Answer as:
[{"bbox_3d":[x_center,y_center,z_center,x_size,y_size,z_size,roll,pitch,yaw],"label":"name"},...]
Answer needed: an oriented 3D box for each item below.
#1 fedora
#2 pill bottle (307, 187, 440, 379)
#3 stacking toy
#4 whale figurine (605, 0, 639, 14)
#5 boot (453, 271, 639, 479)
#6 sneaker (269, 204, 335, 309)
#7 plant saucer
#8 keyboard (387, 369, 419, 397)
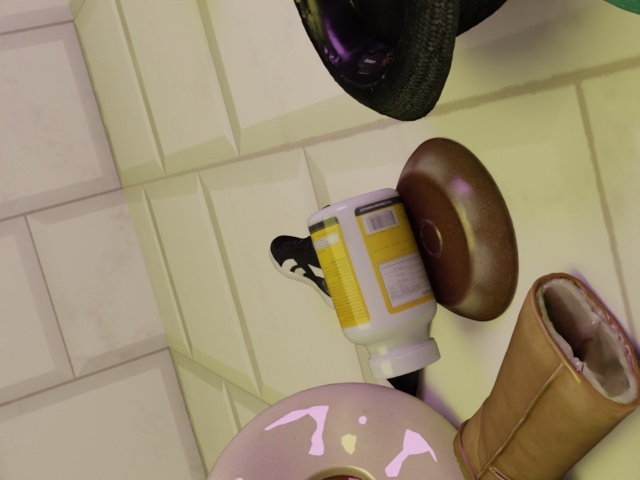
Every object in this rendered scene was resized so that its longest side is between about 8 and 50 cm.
[{"bbox_3d":[0.072,-0.265,0.639,0.334,0.152,0.334,56,160,34],"label":"fedora"},{"bbox_3d":[0.060,0.046,0.876,0.103,0.103,0.184,-25,83,68],"label":"pill bottle"},{"bbox_3d":[0.068,0.439,1.111,0.350,0.351,0.480,53,170,40],"label":"stacking toy"},{"bbox_3d":[0.168,-0.248,0.439,0.272,0.141,0.216,68,158,2],"label":"whale figurine"},{"bbox_3d":[0.213,0.198,0.750,0.236,0.089,0.269,58,153,30],"label":"boot"},{"bbox_3d":[0.000,0.000,1.135,0.217,0.079,0.121,31,129,51],"label":"sneaker"},{"bbox_3d":[0.127,-0.006,0.869,0.198,0.036,0.198,50,149,45],"label":"plant saucer"},{"bbox_3d":[0.095,0.112,1.052,0.108,0.023,0.180,43,144,40],"label":"keyboard"}]
